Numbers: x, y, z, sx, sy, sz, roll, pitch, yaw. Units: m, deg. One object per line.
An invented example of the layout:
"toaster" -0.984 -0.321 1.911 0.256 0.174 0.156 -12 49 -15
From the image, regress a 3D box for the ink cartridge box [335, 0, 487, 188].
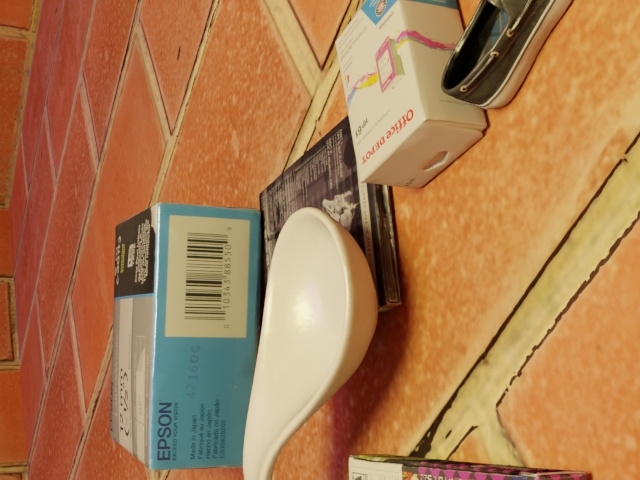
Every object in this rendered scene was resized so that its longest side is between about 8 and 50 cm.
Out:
"ink cartridge box" 0.059 -0.109 0.597 0.088 0.052 0.122 -44 50 54

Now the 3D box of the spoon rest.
"spoon rest" -0.012 0.113 0.652 0.137 0.084 0.276 24 116 61

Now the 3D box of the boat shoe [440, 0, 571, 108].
"boat shoe" 0.113 -0.140 0.502 0.049 0.040 0.142 62 141 46

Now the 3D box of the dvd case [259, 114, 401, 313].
"dvd case" 0.000 0.000 0.743 0.221 0.018 0.165 146 123 -59

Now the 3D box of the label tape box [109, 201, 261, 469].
"label tape box" -0.171 0.102 0.960 0.347 0.115 0.249 169 102 -65

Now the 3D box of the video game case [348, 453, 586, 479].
"video game case" 0.083 0.250 0.519 0.210 0.041 0.232 157 114 -62
